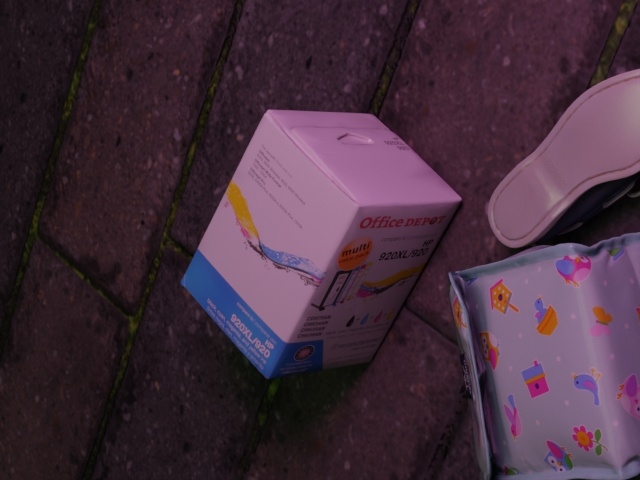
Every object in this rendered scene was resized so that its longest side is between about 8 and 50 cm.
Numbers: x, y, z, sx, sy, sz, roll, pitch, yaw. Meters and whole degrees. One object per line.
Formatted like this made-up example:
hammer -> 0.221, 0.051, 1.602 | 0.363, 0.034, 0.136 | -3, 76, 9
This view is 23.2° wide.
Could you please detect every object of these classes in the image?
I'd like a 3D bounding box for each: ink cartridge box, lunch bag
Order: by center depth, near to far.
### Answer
lunch bag -> 0.217, 0.117, 1.481 | 0.262, 0.160, 0.223 | -14, 86, 55
ink cartridge box -> 0.000, 0.000, 1.667 | 0.168, 0.171, 0.232 | 46, 122, 32

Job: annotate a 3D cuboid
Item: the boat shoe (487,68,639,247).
boat shoe -> 0.265, -0.076, 1.473 | 0.254, 0.079, 0.095 | -49, 63, 37
